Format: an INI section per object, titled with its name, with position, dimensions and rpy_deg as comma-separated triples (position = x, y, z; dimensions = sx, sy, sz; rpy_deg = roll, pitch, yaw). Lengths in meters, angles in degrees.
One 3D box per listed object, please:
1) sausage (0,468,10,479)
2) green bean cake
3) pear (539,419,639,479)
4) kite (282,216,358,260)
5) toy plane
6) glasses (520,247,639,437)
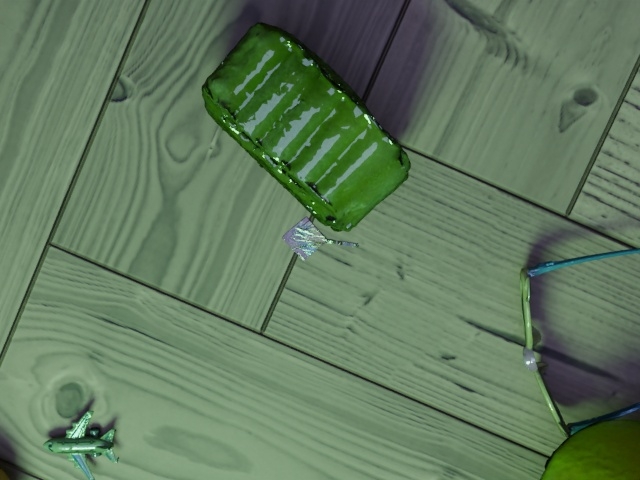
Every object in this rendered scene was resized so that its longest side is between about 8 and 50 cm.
[sausage]
position = -0.437, 0.313, 1.458
dimensions = 0.241, 0.120, 0.136
rpy_deg = -18, 132, 5
[green bean cake]
position = -0.017, -0.109, 1.350
dimensions = 0.214, 0.200, 0.113
rpy_deg = 44, 88, -2
[pear]
position = 0.371, 0.369, 1.331
dimensions = 0.399, 0.165, 0.399
rpy_deg = 7, 77, -33
[kite]
position = -0.003, 0.006, 1.466
dimensions = 0.078, 0.002, 0.044
rpy_deg = 28, 98, -4
[toy plane]
position = -0.262, 0.224, 1.488
dimensions = 0.083, 0.033, 0.080
rpy_deg = 1, 100, 7
[glasses]
position = 0.312, 0.095, 1.463
dimensions = 0.220, 0.088, 0.189
rpy_deg = -18, 98, -17
